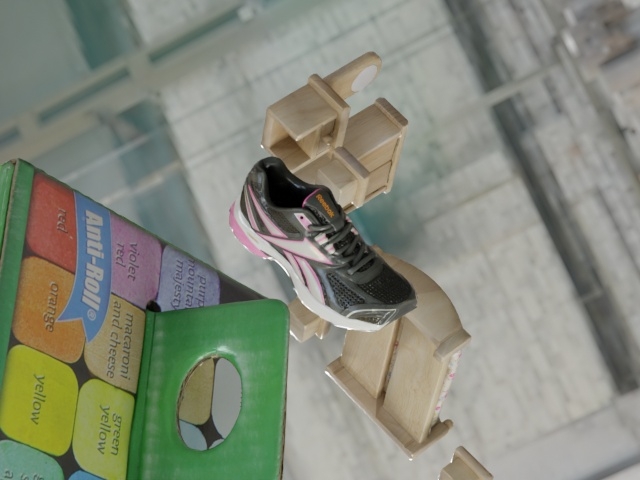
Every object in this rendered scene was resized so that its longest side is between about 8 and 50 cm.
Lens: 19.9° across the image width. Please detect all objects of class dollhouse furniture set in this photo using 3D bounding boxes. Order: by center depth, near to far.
[{"bbox_3d":[0.108,0.030,1.801,0.355,0.174,0.303,45,151,22],"label":"dollhouse furniture set"}]

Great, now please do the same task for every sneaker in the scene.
[{"bbox_3d":[0.000,0.000,1.434,0.178,0.077,0.072,34,-131,18],"label":"sneaker"}]

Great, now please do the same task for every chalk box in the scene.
[{"bbox_3d":[-0.139,0.091,0.823,0.179,0.289,0.180,31,-128,-42],"label":"chalk box"}]
